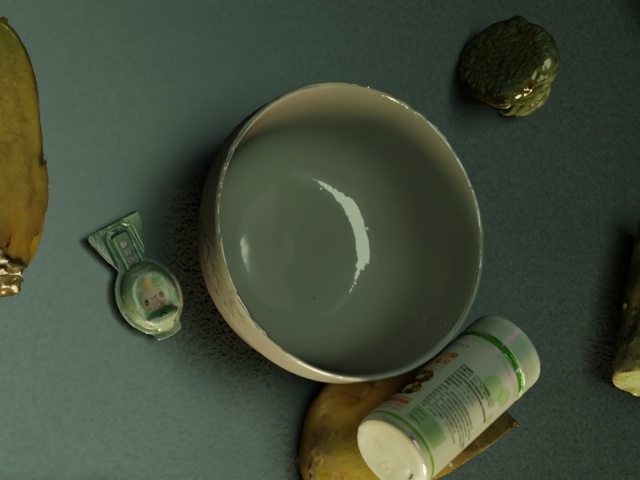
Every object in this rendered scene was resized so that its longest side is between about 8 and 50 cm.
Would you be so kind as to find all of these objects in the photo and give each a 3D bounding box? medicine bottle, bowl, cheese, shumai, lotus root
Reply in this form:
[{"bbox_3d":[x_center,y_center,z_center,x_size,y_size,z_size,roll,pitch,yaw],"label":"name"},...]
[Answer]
[{"bbox_3d":[0.121,0.152,1.696,0.183,0.086,0.086,-38,100,-37],"label":"medicine bottle"},{"bbox_3d":[0.000,0.000,1.733,0.287,0.144,0.287,5,79,-29],"label":"bowl"},{"bbox_3d":[-0.170,0.037,1.699,0.067,0.026,0.121,-30,96,-30],"label":"cheese"},{"bbox_3d":[0.213,-0.172,1.912,0.099,0.124,0.087,-49,129,0],"label":"shumai"},{"bbox_3d":[-0.317,-0.096,1.584,0.146,0.131,0.303,-5,83,-53],"label":"lotus root"}]

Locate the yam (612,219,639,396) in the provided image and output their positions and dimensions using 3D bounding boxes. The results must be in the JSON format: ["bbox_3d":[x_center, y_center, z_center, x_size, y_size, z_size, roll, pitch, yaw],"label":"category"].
[{"bbox_3d":[0.379,0.069,1.951,0.107,0.107,0.194,20,71,-25],"label":"yam"}]

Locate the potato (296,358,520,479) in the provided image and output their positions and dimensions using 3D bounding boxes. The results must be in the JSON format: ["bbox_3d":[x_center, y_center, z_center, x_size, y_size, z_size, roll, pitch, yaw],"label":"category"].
[{"bbox_3d":[0.085,0.173,1.778,0.243,0.098,0.138,-30,94,-31],"label":"potato"}]
